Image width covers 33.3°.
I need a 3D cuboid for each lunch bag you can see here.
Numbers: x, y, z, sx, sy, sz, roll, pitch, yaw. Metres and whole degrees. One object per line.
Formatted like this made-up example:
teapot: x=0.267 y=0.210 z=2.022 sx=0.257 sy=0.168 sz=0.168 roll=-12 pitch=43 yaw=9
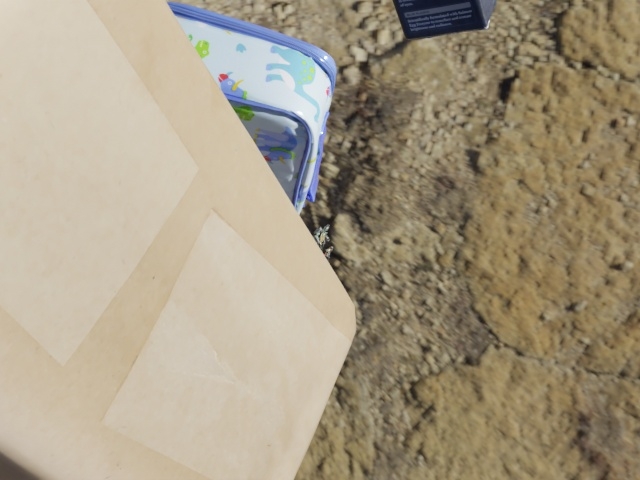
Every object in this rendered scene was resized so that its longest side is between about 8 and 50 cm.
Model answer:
lunch bag: x=-0.080 y=-0.095 z=0.896 sx=0.176 sy=0.219 sz=0.090 roll=16 pitch=64 yaw=0

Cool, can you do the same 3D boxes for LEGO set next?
LEGO set: x=-0.001 y=0.003 z=1.825 sx=0.023 sy=0.054 sz=0.083 roll=11 pitch=132 yaw=20

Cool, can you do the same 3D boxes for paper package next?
paper package: x=-0.185 y=-0.015 z=0.477 sx=0.168 sy=0.309 sz=0.325 roll=-61 pitch=147 yaw=-22

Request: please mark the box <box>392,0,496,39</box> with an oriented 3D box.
box: x=0.122 y=-0.315 z=1.082 sx=0.093 sy=0.156 sz=0.158 roll=-4 pitch=131 yaw=26
